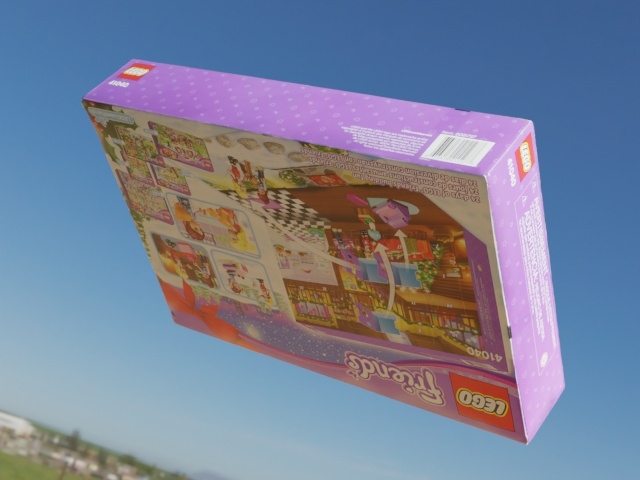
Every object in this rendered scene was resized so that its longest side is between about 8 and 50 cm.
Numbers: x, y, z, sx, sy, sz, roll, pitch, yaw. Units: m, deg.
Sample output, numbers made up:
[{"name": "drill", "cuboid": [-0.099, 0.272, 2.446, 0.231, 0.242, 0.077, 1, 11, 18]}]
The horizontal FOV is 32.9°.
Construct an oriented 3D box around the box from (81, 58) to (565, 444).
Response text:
[{"name": "box", "cuboid": [0.000, 0.000, 0.679, 0.293, 0.057, 0.200, 15, -44, 34]}]
